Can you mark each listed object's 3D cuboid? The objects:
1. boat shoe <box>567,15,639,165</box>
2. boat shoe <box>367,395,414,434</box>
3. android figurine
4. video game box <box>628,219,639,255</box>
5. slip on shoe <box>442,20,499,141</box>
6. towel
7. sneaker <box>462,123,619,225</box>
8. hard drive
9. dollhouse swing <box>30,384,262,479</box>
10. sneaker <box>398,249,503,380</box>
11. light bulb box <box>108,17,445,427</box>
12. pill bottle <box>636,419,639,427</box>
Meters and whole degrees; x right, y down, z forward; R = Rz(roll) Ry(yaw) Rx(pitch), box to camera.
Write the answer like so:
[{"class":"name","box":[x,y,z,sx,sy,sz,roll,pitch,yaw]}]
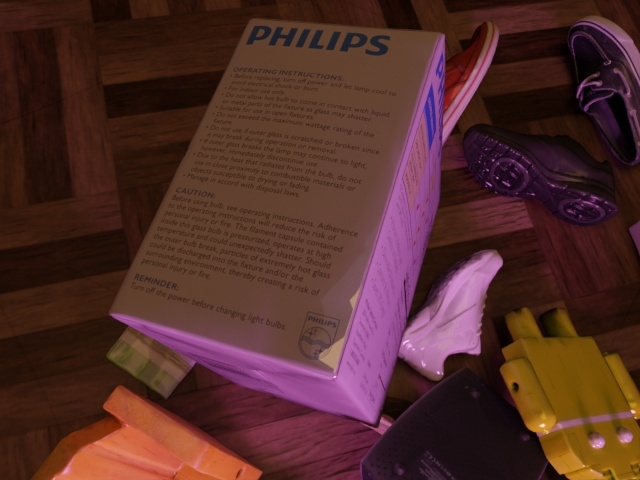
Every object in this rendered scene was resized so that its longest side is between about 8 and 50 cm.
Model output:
[{"class":"boat shoe","box":[0.527,-0.276,0.968,0.102,0.108,0.301,-20,81,-16]},{"class":"boat shoe","box":[0.098,0.257,0.751,0.153,0.048,0.056,25,44,-5]},{"class":"android figurine","box":[0.362,0.221,0.741,0.248,0.056,0.272,7,52,-29]},{"class":"video game box","box":[0.648,0.055,0.881,0.187,0.048,0.205,-2,64,-11]},{"class":"slip on shoe","box":[0.216,-0.265,0.915,0.101,0.123,0.331,31,74,8]},{"class":"towel","box":[-0.219,0.135,0.759,0.113,0.023,0.152,33,70,5]},{"class":"sneaker","box":[0.376,-0.133,0.903,0.287,0.109,0.130,26,63,-8]},{"class":"hard drive","box":[0.178,0.282,0.674,0.172,0.054,0.255,40,40,26]},{"class":"dollhouse swing","box":[-0.153,0.408,0.542,0.305,0.315,0.346,25,67,23]},{"class":"sneaker","box":[0.210,0.115,0.799,0.115,0.090,0.232,44,80,2]},{"class":"light bulb box","box":[0.000,0.000,0.637,0.226,0.358,0.360,12,67,17]},{"class":"pill bottle","box":[0.560,0.263,0.678,0.161,0.283,0.160,3,70,-7]}]
